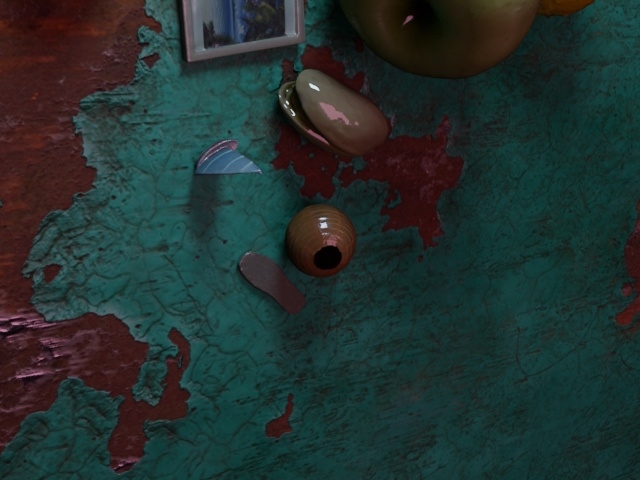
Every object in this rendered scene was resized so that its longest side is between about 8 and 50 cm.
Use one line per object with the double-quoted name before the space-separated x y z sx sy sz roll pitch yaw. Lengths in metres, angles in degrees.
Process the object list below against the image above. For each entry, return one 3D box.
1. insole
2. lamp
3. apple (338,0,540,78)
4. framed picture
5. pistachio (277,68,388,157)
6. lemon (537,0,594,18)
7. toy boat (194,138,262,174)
"insole" -0.089 0.079 1.832 0.063 0.010 0.192 -51 131 -8
"lamp" 0.000 0.000 1.789 0.136 0.136 0.136 -15 117 -32
"apple" 0.206 -0.451 1.622 0.357 0.357 0.357 -15 117 -32
"framed picture" -0.129 -0.459 1.570 0.232 0.024 0.315 -17 117 -30
"pistachio" 0.026 -0.222 1.728 0.226 0.136 0.136 26 92 -33
"lemon" 0.443 -0.555 1.830 0.236 0.236 0.263 -41 105 -17
"toy boat" -0.152 -0.127 1.624 0.096 0.122 0.034 -38 129 -18
